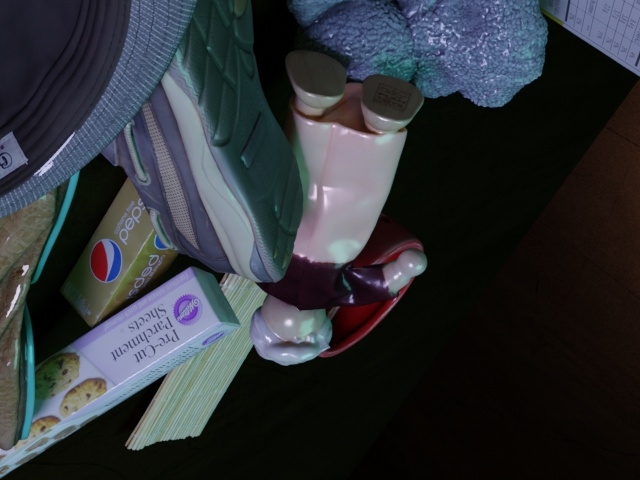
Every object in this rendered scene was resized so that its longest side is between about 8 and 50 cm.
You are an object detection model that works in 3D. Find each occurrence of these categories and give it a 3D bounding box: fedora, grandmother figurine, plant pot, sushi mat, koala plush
[{"bbox_3d":[-0.198,-0.117,0.341,0.243,0.124,0.275,-7,147,-47],"label":"fedora"},{"bbox_3d":[0.000,0.000,0.708,0.104,0.207,0.343,-58,170,-50],"label":"grandmother figurine"},{"bbox_3d":[0.007,0.022,0.920,0.191,0.174,0.191,-40,158,-20],"label":"plant pot"},{"bbox_3d":[-0.155,0.173,1.044,0.151,0.019,0.317,4,121,-58],"label":"sushi mat"},{"bbox_3d":[0.074,-0.198,0.690,0.221,0.203,0.196,-15,132,-11],"label":"koala plush"}]

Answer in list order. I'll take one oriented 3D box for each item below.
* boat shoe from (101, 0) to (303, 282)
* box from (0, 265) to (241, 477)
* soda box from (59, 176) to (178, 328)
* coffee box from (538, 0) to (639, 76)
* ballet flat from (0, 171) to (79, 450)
[{"bbox_3d":[-0.113,-0.103,0.508,0.132,0.130,0.356,-72,155,-47],"label":"boat shoe"},{"bbox_3d":[-0.232,0.138,0.701,0.323,0.067,0.063,-32,165,5],"label":"box"},{"bbox_3d":[-0.173,-0.002,0.698,0.181,0.058,0.061,-54,158,17],"label":"soda box"},{"bbox_3d":[0.343,-0.388,0.629,0.337,0.334,0.338,-46,159,-5],"label":"coffee box"},{"bbox_3d":[-0.269,0.041,0.546,0.124,0.116,0.343,-3,134,-34],"label":"ballet flat"}]
